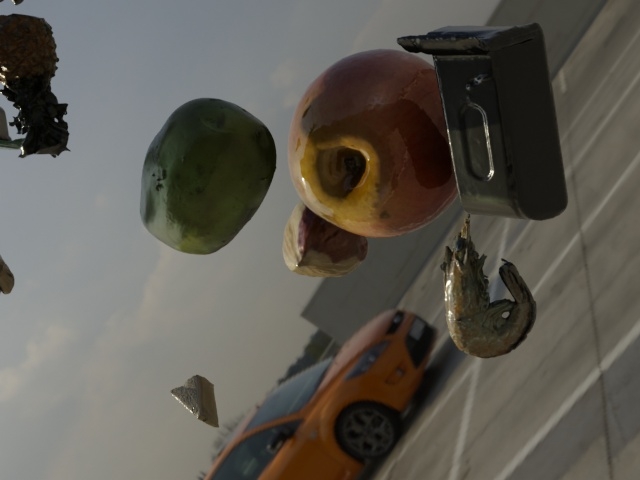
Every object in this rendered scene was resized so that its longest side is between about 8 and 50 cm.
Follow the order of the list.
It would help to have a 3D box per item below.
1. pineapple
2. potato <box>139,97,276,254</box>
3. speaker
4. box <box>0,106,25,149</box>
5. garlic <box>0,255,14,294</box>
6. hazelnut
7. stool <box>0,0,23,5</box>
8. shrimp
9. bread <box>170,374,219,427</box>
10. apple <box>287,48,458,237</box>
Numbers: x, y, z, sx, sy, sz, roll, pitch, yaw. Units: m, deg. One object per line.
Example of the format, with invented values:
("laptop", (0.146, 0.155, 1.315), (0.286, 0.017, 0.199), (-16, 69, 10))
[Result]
("pineapple", (-0.511, -0.266, 1.437), (0.128, 0.248, 0.128), (-12, 0, 0))
("potato", (-0.195, -0.106, 1.398), (0.216, 0.216, 0.304), (-52, -9, -45))
("speaker", (0.265, -0.183, 1.324), (0.184, 0.180, 0.388), (-43, -53, -37))
("box", (-0.878, -0.276, 1.920), (0.264, 0.337, 0.106), (-5, -80, -74))
("garlic", (-0.775, 0.071, 1.656), (0.241, 0.322, 0.322), (-30, -3, 4))
("hazelnut", (0.000, 0.000, 2.329), (0.241, 0.261, 0.261), (-65, 2, -41))
("stool", (-0.765, -0.669, 1.964), (0.153, 0.139, 0.228), (-43, 0, -30))
("shrimp", (0.232, 0.067, 1.134), (0.047, 0.126, 0.223), (-83, -17, -65))
("bread", (-0.327, 0.435, 2.123), (0.105, 0.077, 0.152), (-36, 36, 16))
("apple", (0.104, -0.181, 1.581), (0.364, 0.364, 0.364), (-56, -5, -7))
